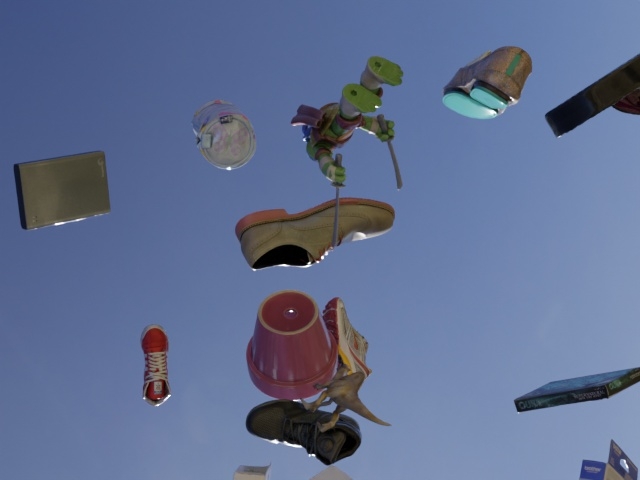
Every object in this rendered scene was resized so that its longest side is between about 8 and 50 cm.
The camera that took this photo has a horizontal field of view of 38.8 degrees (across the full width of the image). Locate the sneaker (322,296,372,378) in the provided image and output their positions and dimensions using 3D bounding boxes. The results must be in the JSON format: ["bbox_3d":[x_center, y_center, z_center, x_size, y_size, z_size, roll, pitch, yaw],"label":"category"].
[{"bbox_3d":[0.066,0.250,2.265,0.092,0.088,0.225,-15,-86,-28],"label":"sneaker"}]

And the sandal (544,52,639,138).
[{"bbox_3d":[0.506,-0.236,1.347,0.445,0.167,0.107,-31,-92,-28],"label":"sandal"}]

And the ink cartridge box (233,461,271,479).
[{"bbox_3d":[-0.116,0.444,1.428,0.225,0.056,0.181,103,175,-82],"label":"ink cartridge box"}]

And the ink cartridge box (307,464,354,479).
[{"bbox_3d":[0.051,0.496,1.408,0.100,0.172,0.237,-25,-68,-24],"label":"ink cartridge box"}]

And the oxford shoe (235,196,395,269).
[{"bbox_3d":[0.000,0.000,1.930,0.123,0.348,0.130,90,167,-51],"label":"oxford shoe"}]

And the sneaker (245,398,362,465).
[{"bbox_3d":[-0.028,0.363,1.726,0.130,0.227,0.087,-160,84,-84],"label":"sneaker"}]

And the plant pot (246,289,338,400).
[{"bbox_3d":[-0.064,0.212,1.949,0.180,0.201,0.201,87,-155,-43],"label":"plant pot"}]

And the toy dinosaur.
[{"bbox_3d":[0.026,0.212,1.226,0.053,0.092,0.183,57,177,-21],"label":"toy dinosaur"}]

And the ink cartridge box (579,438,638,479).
[{"bbox_3d":[0.567,0.576,1.833,0.186,0.065,0.311,42,-121,-42],"label":"ink cartridge box"}]

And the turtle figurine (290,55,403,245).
[{"bbox_3d":[0.084,-0.185,1.673,0.197,0.266,0.275,-15,-113,-25],"label":"turtle figurine"}]

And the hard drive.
[{"bbox_3d":[-0.371,-0.074,1.314,0.135,0.022,0.094,-16,-70,-41],"label":"hard drive"}]

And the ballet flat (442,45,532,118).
[{"bbox_3d":[0.291,-0.272,1.544,0.107,0.316,0.106,29,-89,-9],"label":"ballet flat"}]

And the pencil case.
[{"bbox_3d":[-0.212,-0.233,1.963,0.273,0.124,0.114,-120,19,-71],"label":"pencil case"}]

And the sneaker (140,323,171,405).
[{"bbox_3d":[-0.236,0.183,1.303,0.067,0.042,0.118,-111,21,-55],"label":"sneaker"}]

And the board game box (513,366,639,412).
[{"bbox_3d":[0.442,0.256,1.559,0.126,0.186,0.026,-11,-98,-44],"label":"board game box"}]
